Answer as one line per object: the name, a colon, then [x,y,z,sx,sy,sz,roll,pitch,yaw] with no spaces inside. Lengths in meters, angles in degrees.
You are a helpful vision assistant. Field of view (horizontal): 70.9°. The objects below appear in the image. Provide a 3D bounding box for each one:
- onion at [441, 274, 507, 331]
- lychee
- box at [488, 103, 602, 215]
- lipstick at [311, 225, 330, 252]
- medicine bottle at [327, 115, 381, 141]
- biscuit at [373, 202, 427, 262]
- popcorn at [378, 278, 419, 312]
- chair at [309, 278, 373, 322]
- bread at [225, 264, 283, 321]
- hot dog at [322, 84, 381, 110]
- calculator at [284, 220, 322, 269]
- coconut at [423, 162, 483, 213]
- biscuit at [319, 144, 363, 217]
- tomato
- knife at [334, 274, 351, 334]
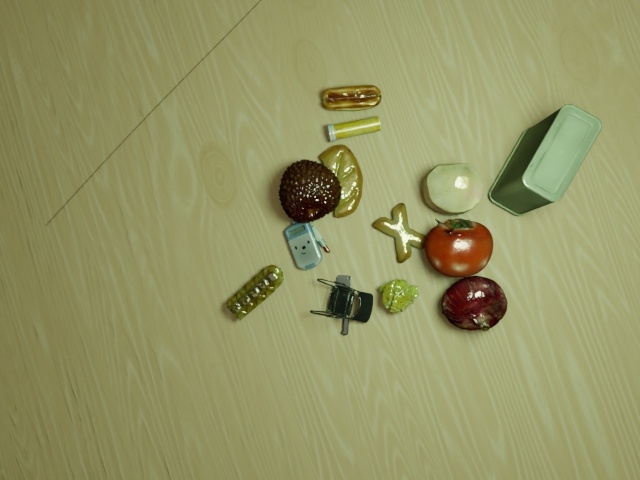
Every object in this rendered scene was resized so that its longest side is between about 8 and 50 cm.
onion: [0.597,0.260,1.736,0.251,0.219,0.252,0,130,1]
lychee: [-0.051,-0.208,1.778,0.271,0.271,0.272,0,88,2]
box: [0.830,-0.289,1.697,0.177,0.344,0.352,31,89,5]
lipstick: [0.001,0.000,1.862,0.030,0.030,0.129,-35,86,0]
medicine bottle: [0.138,-0.463,1.859,0.217,0.074,0.074,-11,87,0]
biscuit: [0.334,-0.032,1.847,0.164,0.047,0.208,-36,87,1]
popcorn: [0.310,0.221,1.794,0.162,0.135,0.142,15,81,4]
chair: [0.091,0.246,1.803,0.221,0.145,0.140,19,81,-42]
bread: [-0.262,0.205,1.833,0.269,0.098,0.087,-42,129,-1]
hot dog: [0.130,-0.588,1.866,0.249,0.068,0.100,-1,100,4]
calculator: [-0.071,0.015,1.844,0.121,0.039,0.211,-22,87,20]
coconut: [0.518,-0.201,1.761,0.236,0.237,0.198,6,89,2]
biscuit: [0.099,-0.251,1.864,0.154,0.045,0.300,-14,88,1]
tomato: [0.533,0.026,1.743,0.255,0.256,0.225,-3,102,1]
knife: [0.088,0.266,1.857,0.072,0.019,0.246,2,84,4]
